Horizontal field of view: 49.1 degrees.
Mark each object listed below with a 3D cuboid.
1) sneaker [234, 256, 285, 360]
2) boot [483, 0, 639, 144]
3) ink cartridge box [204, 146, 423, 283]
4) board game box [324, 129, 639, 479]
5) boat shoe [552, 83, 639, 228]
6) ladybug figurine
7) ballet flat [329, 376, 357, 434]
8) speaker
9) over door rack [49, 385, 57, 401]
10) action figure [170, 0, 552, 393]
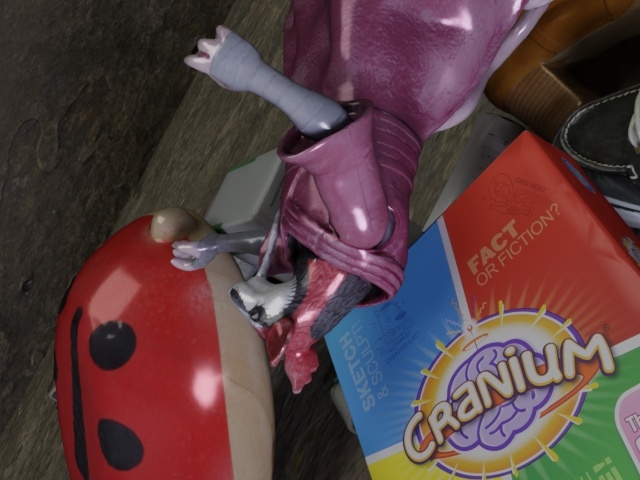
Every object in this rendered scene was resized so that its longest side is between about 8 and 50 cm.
[{"bbox_3d":[-0.137,0.126,0.961,0.366,0.137,0.210,-55,22,4],"label":"sneaker"},{"bbox_3d":[0.235,-0.245,0.616,0.295,0.104,0.211,-55,48,30],"label":"boot"},{"bbox_3d":[0.000,0.000,0.745,0.154,0.212,0.093,-12,50,60],"label":"ink cartridge box"},{"bbox_3d":[0.136,0.116,0.453,0.242,0.064,0.316,-48,40,26],"label":"board game box"},{"bbox_3d":[0.256,-0.075,0.439,0.121,0.119,0.335,-64,24,-5],"label":"boat shoe"},{"bbox_3d":[-0.178,0.174,0.744,0.305,0.162,0.449,30,125,45],"label":"ladybug figurine"},{"bbox_3d":[0.091,0.114,0.643,0.213,0.072,0.068,-44,57,34],"label":"ballet flat"},{"bbox_3d":[0.153,-0.054,0.694,0.136,0.055,0.055,-63,24,-3],"label":"speaker"},{"bbox_3d":[-0.285,0.142,1.204,0.324,0.108,0.239,-37,19,3],"label":"over door rack"},{"bbox_3d":[0.031,-0.062,0.546,0.248,0.276,0.370,124,158,-69],"label":"action figure"}]
